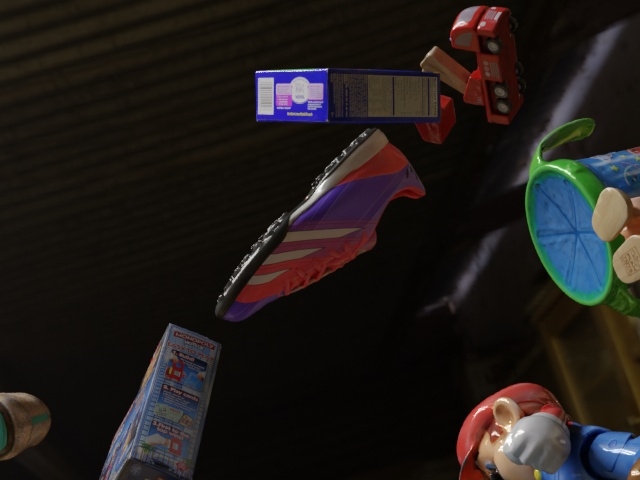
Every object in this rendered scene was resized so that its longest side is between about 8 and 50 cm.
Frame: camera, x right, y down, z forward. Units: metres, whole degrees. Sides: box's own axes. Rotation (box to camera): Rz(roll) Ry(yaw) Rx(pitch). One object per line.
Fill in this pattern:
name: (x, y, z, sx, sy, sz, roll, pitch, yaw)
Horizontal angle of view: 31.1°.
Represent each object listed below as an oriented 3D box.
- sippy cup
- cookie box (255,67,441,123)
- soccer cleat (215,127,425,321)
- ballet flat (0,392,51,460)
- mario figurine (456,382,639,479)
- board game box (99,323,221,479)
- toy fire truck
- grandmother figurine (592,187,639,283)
sippy cup: (0.474, -0.042, 1.785, 0.224, 0.306, 0.240, -20, 10, -16)
cookie box: (0.021, -0.107, 0.854, 0.107, 0.040, 0.091, -4, 8, -37)
soccer cleat: (0.000, 0.000, 1.450, 0.318, 0.116, 0.108, -47, 3, -14)
ballet flat: (-0.471, 0.240, 1.474, 0.316, 0.108, 0.106, -3, 5, 31)
mario figurine: (0.234, 0.246, 1.109, 0.170, 0.198, 0.320, -13, 6, -27)
board game box: (-0.156, 0.186, 1.086, 0.060, 0.194, 0.194, 24, -47, -10)
toy fire truck: (0.165, -0.190, 1.332, 0.135, 0.047, 0.192, 14, -37, 30)
grandmother figurine: (0.524, -0.027, 1.487, 0.342, 0.208, 0.104, -14, -13, -26)
